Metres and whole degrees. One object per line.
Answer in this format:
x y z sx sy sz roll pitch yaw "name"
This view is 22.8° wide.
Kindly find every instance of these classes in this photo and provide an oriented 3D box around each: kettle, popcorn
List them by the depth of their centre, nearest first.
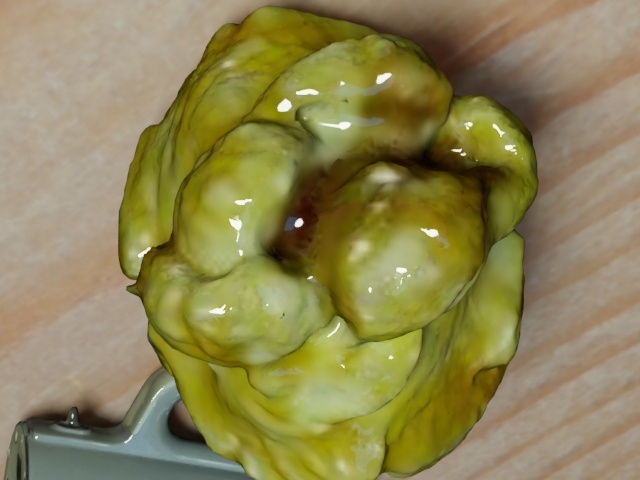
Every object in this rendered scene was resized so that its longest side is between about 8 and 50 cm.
0.004 -0.005 0.856 0.225 0.276 0.276 -31 128 -11 "popcorn"
-0.092 0.184 1.091 0.243 0.160 0.211 4 99 -17 "kettle"
